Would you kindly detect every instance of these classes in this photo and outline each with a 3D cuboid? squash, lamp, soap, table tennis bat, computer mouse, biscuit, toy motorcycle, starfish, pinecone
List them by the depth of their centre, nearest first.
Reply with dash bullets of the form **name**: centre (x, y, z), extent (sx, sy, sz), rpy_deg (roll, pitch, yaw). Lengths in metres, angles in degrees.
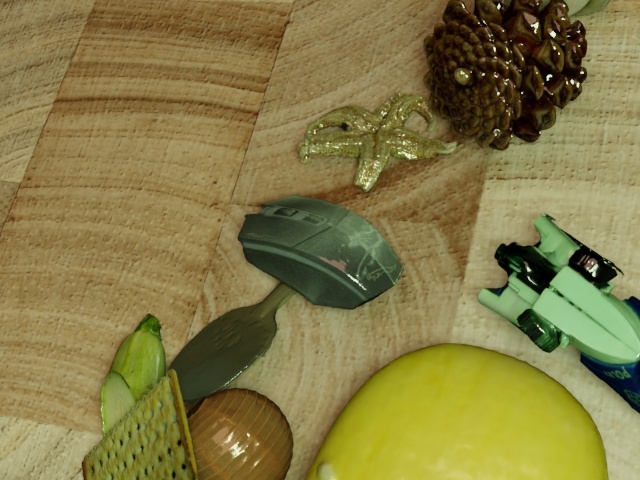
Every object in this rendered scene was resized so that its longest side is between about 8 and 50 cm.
- **soap**: centre (0.111, 0.307, 1.104), extent (0.306, 0.115, 0.427), rpy_deg (20, 70, 30)
- **toy motorcycle**: centre (0.310, 0.103, 1.118), extent (0.125, 0.196, 0.331), rpy_deg (-52, 45, 4)
- **lamp**: centre (-0.096, 0.229, 1.199), extent (0.136, 0.136, 0.136), rpy_deg (-8, 61, 14)
- **biscuit**: centre (-0.207, 0.257, 1.213), extent (0.231, 0.016, 0.139), rpy_deg (-45, 49, 37)
- **table tennis bat**: centre (-0.091, 0.108, 1.306), extent (0.234, 0.022, 0.131), rpy_deg (-44, 31, -18)
- **computer mouse**: centre (-0.002, -0.001, 1.307), extent (0.231, 0.071, 0.126), rpy_deg (30, 53, 31)
- **pinecone**: centre (0.232, -0.212, 1.308), extent (0.207, 0.208, 0.208), rpy_deg (-8, 61, 14)
- **squash**: centre (-0.226, 0.170, 1.309), extent (0.075, 0.090, 0.200), rpy_deg (9, 57, -17)
- **starfish**: centre (0.073, -0.133, 1.388), extent (0.209, 0.053, 0.150), rpy_deg (12, 72, 21)

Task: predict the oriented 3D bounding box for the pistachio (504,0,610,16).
- **pistachio**: centre (0.261, -0.426, 1.405), extent (0.332, 0.207, 0.226), rpy_deg (50, 129, 18)
